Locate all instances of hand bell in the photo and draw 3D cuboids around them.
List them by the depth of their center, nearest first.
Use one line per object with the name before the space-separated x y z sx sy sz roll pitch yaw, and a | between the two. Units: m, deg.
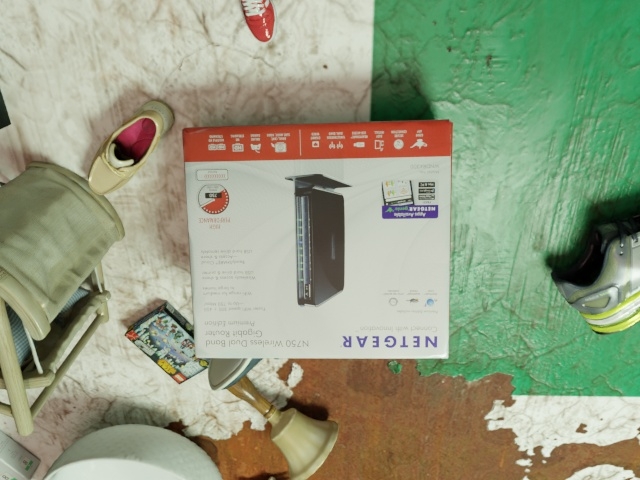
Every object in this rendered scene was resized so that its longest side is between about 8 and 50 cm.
hand bell | -0.096 0.298 0.886 0.242 0.126 0.126 44 112 -6

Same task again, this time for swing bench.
swing bench | -0.390 0.064 0.674 0.165 0.253 0.255 21 117 -9

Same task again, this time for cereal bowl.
cereal bowl | -0.339 0.472 0.951 0.338 0.141 0.339 1 119 1

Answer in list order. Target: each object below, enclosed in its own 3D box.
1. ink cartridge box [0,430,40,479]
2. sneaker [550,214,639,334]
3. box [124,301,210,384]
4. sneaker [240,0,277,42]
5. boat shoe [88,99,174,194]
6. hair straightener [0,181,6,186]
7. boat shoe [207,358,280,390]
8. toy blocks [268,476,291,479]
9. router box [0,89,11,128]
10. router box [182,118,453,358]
ink cartridge box | -0.709 0.426 0.991 0.181 0.056 0.225 -29 115 16
sneaker | 0.460 0.002 0.697 0.121 0.111 0.300 33 112 -10
box | -0.252 0.179 0.856 0.094 0.027 0.137 -32 112 18
sneaker | -0.080 -0.289 0.580 0.042 0.067 0.119 -9 117 7
boat shoe | -0.269 -0.121 0.680 0.063 0.059 0.170 40 112 -17
hair straightener | -0.521 -0.010 0.755 0.089 0.047 0.230 25 116 -11
boat shoe | -0.093 0.141 0.794 0.079 0.095 0.255 20 108 -43
toy blocks | -0.109 0.544 1.030 0.148 0.054 0.123 -17 115 10
router box | -0.454 -0.208 0.599 0.046 0.133 0.179 0 118 1
router box | 0.000 0.000 0.664 0.335 0.082 0.301 -1 97 4
